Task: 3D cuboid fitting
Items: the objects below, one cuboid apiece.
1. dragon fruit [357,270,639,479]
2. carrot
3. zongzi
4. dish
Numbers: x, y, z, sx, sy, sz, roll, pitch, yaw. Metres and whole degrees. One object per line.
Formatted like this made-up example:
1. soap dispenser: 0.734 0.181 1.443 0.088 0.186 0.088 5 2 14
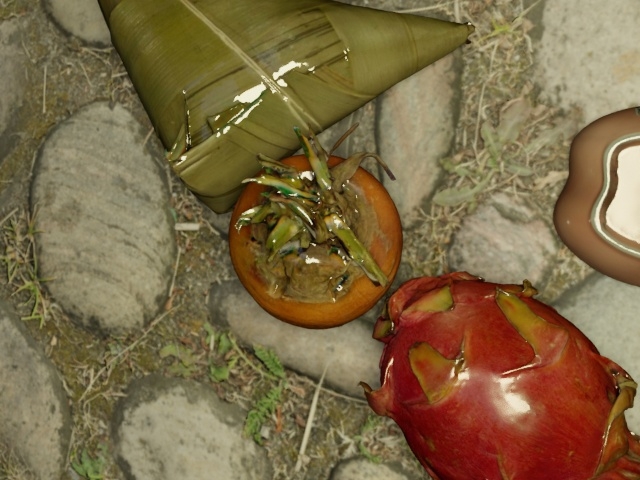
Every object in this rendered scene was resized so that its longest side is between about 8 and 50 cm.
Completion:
1. dragon fruit: 0.194 0.172 1.012 0.250 0.250 0.315 -38 97 17
2. carrot: 0.000 0.000 1.059 0.214 0.331 0.193 -23 80 2
3. zongzi: -0.092 -0.307 1.149 0.418 0.181 0.447 -29 77 3
4. dish: 0.354 -0.050 1.013 0.213 0.090 0.214 0 91 21
